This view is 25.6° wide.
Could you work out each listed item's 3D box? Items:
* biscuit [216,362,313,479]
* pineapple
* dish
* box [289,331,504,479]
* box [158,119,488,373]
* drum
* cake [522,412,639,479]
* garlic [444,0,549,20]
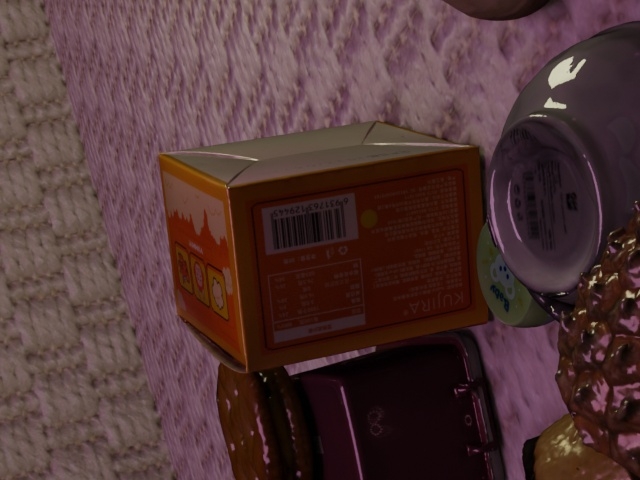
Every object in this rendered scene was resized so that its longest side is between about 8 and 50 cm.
[{"bbox_3d":[-0.071,0.236,1.686,0.220,0.066,0.220,170,90,-71],"label":"biscuit"},{"bbox_3d":[0.298,0.001,0.886,0.362,0.202,0.202,-62,40,34],"label":"pineapple"},{"bbox_3d":[0.221,-0.030,1.120,0.303,0.120,0.303,24,118,57],"label":"dish"},{"bbox_3d":[0.070,0.219,1.637,0.294,0.168,0.193,161,96,-70],"label":"box"},{"bbox_3d":[0.000,0.000,1.537,0.259,0.284,0.213,-156,59,-66],"label":"box"},{"bbox_3d":[0.196,-0.038,1.335,0.130,0.049,0.253,-142,48,-60],"label":"drum"},{"bbox_3d":[0.276,0.183,1.084,0.178,0.185,0.207,-42,23,19],"label":"cake"},{"bbox_3d":[0.139,-0.261,1.283,0.207,0.115,0.128,-142,39,-65],"label":"garlic"}]
